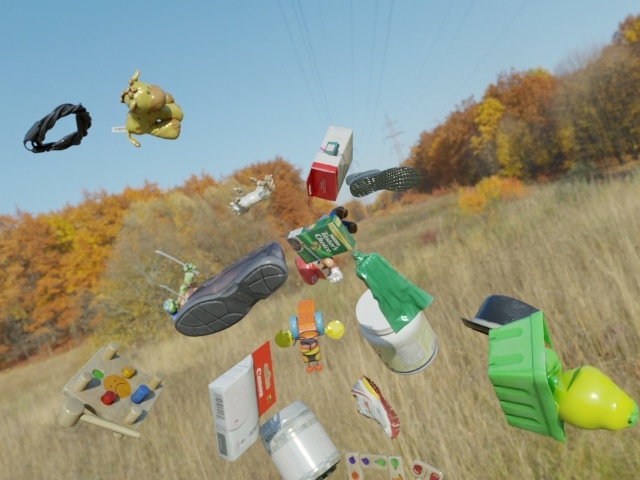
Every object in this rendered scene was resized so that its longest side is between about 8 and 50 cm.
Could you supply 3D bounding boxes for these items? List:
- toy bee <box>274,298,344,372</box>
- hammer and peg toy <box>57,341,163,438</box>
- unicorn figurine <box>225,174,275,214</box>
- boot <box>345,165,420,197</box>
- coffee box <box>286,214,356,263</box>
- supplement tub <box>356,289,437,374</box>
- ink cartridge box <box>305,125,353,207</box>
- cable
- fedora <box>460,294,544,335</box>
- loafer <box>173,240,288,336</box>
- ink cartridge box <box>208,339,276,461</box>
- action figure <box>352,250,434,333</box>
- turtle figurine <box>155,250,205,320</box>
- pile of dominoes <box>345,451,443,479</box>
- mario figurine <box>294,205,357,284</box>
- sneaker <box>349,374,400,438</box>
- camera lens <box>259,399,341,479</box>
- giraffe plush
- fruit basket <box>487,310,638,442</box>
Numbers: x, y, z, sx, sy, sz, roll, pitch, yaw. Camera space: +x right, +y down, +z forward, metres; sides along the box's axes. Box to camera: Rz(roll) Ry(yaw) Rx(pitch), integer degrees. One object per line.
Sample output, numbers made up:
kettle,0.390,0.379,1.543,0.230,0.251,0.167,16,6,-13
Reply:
toy bee,-0.042,0.292,1.486,0.195,0.162,0.298,-4,14,21
hammer and peg toy,-0.656,0.500,1.596,0.127,0.266,0.361,-51,9,17
unicorn figurine,-0.191,-0.113,1.358,0.162,0.060,0.111,-16,-25,4
boot,0.208,-0.220,1.755,0.246,0.083,0.161,-10,21,4
coffee box,0.000,0.000,1.512,0.184,0.113,0.040,-18,31,35
supplement tub,0.285,0.331,1.912,0.235,0.325,0.235,-18,43,18
ink cartridge box,0.030,-0.215,1.532,0.078,0.231,0.134,14,-32,13
cable,-0.659,-0.285,1.316,0.184,0.047,0.150,-38,-13,20
fedora,0.686,0.289,1.856,0.334,0.152,0.334,20,-6,2
loafer,-0.192,0.108,1.117,0.302,0.109,0.095,-33,34,20
ink cartridge box,-0.162,0.371,1.214,0.066,0.189,0.232,7,20,34
action figure,0.167,0.112,1.334,0.137,0.232,0.063,-43,4,-5
turtle figurine,-0.440,0.163,1.837,0.266,0.275,0.198,-12,14,-14
pile of dominoes,0.147,0.525,0.944,0.196,0.251,0.040,-10,0,28
mario figurine,0.040,0.032,1.871,0.320,0.198,0.170,-57,3,-27
sneaker,0.174,0.542,1.634,0.093,0.225,0.088,-44,-48,5
camera lens,-0.075,0.757,1.875,0.219,0.274,0.219,-33,-20,-13
giraffe plush,-0.504,-0.392,1.475,0.210,0.181,0.170,-27,-17,-25
fruit basket,0.705,0.415,1.495,0.392,0.392,0.283,-20,34,34
